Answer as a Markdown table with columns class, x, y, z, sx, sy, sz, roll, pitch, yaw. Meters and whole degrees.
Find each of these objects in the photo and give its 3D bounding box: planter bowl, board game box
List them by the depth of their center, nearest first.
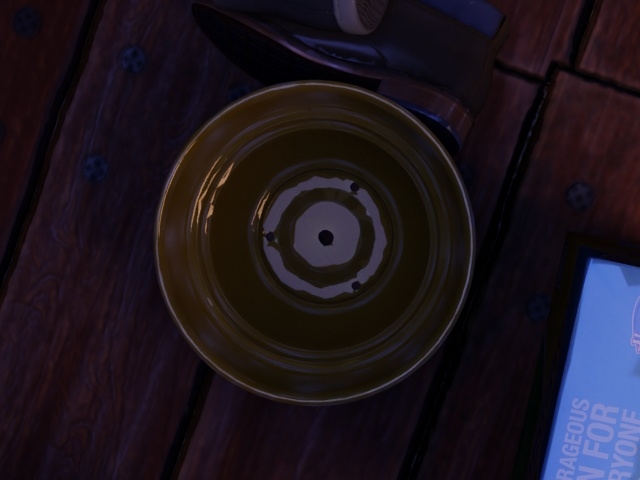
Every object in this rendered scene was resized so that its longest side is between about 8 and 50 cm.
| class | x | y | z | sx | sy | sz | roll | pitch | yaw |
| --- | --- | --- | --- | --- | --- | --- | --- | --- | --- |
| board game box | 0.163 | 0.122 | 1.059 | 0.064 | 0.316 | 0.242 | 12 | 93 | 5 |
| planter bowl | 0.000 | 0.000 | 1.183 | 0.217 | 0.090 | 0.217 | 0 | 93 | 7 |

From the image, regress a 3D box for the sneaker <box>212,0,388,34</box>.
| class | x | y | z | sx | sy | sz | roll | pitch | yaw |
| --- | --- | --- | --- | --- | --- | --- | --- | --- | --- |
| sneaker | 0.005 | -0.245 | 1.157 | 0.118 | 0.083 | 0.222 | 10 | 65 | 22 |

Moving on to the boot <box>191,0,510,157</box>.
| class | x | y | z | sx | sy | sz | roll | pitch | yaw |
| --- | --- | --- | --- | --- | --- | --- | --- | --- | --- |
| boot | 0.024 | -0.145 | 1.197 | 0.219 | 0.082 | 0.106 | 27 | 69 | 14 |
